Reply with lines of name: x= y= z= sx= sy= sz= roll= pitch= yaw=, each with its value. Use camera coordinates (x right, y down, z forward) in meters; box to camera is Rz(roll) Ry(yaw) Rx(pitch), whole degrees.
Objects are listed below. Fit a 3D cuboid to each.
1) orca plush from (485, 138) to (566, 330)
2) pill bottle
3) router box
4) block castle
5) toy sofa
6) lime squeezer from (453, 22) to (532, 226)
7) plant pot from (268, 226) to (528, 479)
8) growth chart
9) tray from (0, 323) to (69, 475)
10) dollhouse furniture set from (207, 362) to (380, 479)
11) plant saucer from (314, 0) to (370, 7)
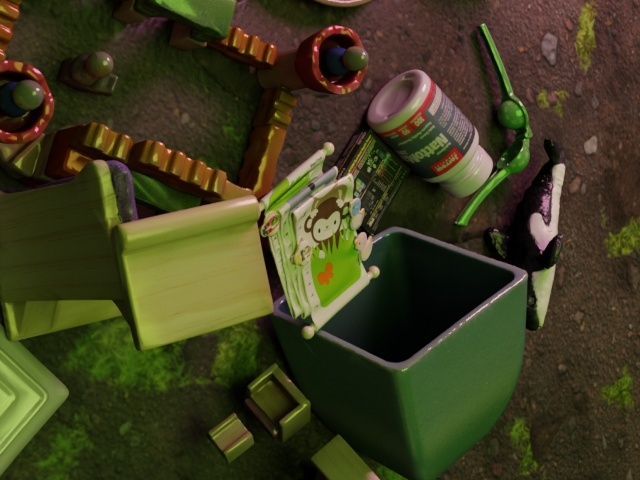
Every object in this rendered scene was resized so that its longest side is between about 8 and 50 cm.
orca plush: x=0.305 y=-0.014 z=1.711 sx=0.102 sy=0.151 sz=0.287 roll=12 pitch=92 yaw=-2
pill bottle: x=0.160 y=-0.145 z=1.601 sx=0.180 sy=0.108 sz=0.108 roll=41 pitch=67 yaw=-28
router box: x=0.060 y=-0.079 z=1.570 sx=0.092 sy=0.038 sz=0.122 roll=43 pitch=66 yaw=-29
block castle: x=-0.172 y=-0.176 z=1.296 sx=0.453 sy=0.213 sz=0.303 roll=23 pitch=77 yaw=-34
toy sofa: x=-0.213 y=0.009 z=1.170 sx=0.150 sy=0.362 sz=0.177 roll=-13 pitch=94 yaw=-35
lime squeezer: x=0.270 y=-0.169 z=1.727 sx=0.110 sy=0.059 sz=0.310 roll=7 pitch=86 yaw=-6
plant pot: x=0.118 y=0.169 z=1.494 sx=0.248 sy=0.247 sz=0.252 roll=-33 pitch=125 yaw=-32
growth chart: x=0.000 y=0.000 z=1.344 sx=0.172 sy=0.021 sz=0.237 roll=-47 pitch=137 yaw=-29
tray: x=-0.405 y=0.136 z=1.236 sx=0.270 sy=0.030 sz=0.145 roll=50 pitch=64 yaw=-25
dollhouse furniture set: x=-0.082 y=0.375 z=1.402 sx=0.303 sy=0.198 sz=0.286 roll=-38 pitch=73 yaw=-19
plant saucer: x=0.009 y=-0.453 z=1.536 sx=0.278 sy=0.041 sz=0.278 roll=0 pitch=89 yaw=-37
